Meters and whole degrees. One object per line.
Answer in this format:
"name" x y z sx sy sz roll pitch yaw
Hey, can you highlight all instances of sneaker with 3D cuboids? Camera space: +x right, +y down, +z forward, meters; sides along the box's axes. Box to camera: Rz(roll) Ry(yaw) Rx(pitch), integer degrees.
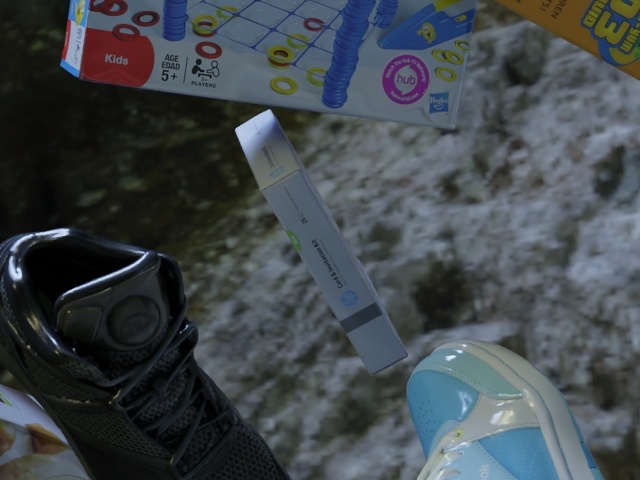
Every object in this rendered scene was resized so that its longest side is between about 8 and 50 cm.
"sneaker" -0.087 0.082 0.836 0.087 0.130 0.227 -41 -87 -23
"sneaker" 0.080 0.186 1.074 0.208 0.319 0.127 -4 -53 -23

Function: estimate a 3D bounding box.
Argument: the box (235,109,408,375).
"box" 0.000 0.000 1.289 0.038 0.145 0.186 -29 -65 1

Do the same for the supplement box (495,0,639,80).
"supplement box" 0.200 -0.187 1.191 0.233 0.078 0.080 27 -158 -6

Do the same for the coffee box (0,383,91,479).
"coffee box" -0.223 0.194 1.189 0.246 0.098 0.141 28 -89 -40

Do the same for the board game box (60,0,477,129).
"board game box" -0.023 -0.256 1.235 0.308 0.086 0.302 6 -79 -18
